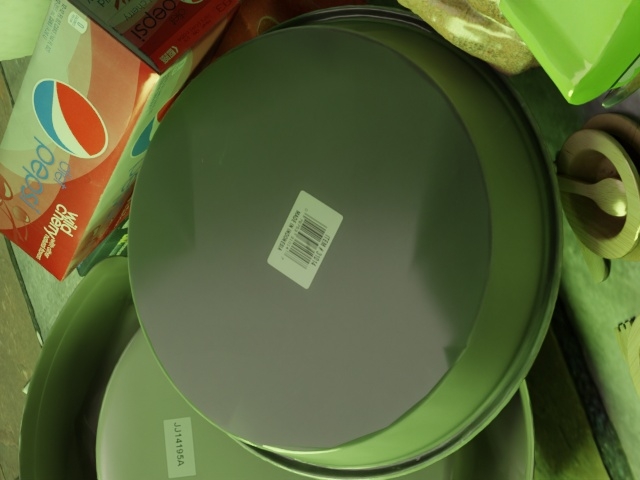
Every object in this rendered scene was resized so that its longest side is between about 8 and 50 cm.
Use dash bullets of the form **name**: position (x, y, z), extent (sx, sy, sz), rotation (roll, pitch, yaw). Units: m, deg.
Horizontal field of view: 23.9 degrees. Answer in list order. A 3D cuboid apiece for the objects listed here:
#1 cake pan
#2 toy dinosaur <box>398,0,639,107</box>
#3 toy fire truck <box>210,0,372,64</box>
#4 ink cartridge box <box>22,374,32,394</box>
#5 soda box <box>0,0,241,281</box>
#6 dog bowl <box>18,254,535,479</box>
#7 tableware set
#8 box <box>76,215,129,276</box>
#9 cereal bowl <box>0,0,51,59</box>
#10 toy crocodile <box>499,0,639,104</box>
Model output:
- **cake pan**: position (0.000, 0.000, 0.907), extent (0.293, 0.054, 0.293), rotation (-2, 87, 31)
- **toy dinosaur**: position (0.113, -0.143, 0.794), extent (0.200, 0.127, 0.295), rotation (39, 167, 0)
- **toy fire truck**: position (-0.038, -0.090, 1.097), extent (0.254, 0.169, 0.302), rotation (42, 145, 19)
- **ink cartridge box**: position (-0.064, 0.203, 1.274), extent (0.130, 0.272, 0.309), rotation (-53, 42, 5)
- **soda box**: position (-0.147, -0.082, 0.999), extent (0.083, 0.092, 0.263), rotation (39, 143, 2)
- **dog bowl**: position (-0.023, 0.140, 1.013), extent (0.348, 0.349, 0.102), rotation (67, -168, 15)
- **tableware set**: position (0.176, 0.023, 0.838), extent (0.194, 0.039, 0.128), rotation (69, 155, 11)
- **box**: position (-0.238, -0.081, 1.608), extent (0.233, 0.059, 0.183), rotation (-39, 68, 63)
- **cereal bowl**: position (-0.214, -0.301, 1.110), extent (0.339, 0.141, 0.338), rotation (174, 90, -80)
- **toy crocodile**: position (0.182, -0.185, 0.565), extent (0.340, 0.105, 0.115), rotation (-46, 60, 36)
